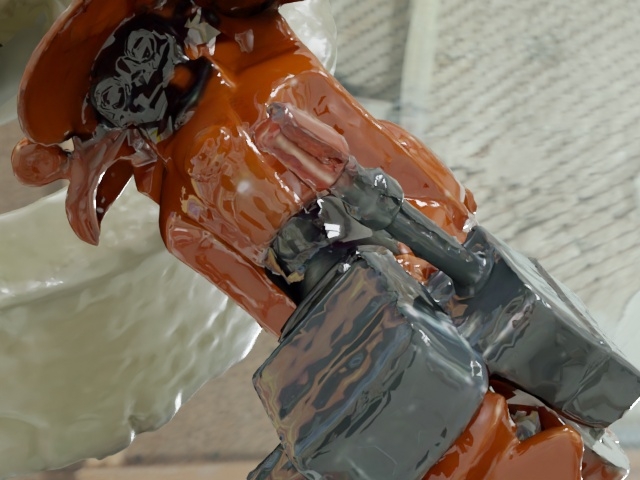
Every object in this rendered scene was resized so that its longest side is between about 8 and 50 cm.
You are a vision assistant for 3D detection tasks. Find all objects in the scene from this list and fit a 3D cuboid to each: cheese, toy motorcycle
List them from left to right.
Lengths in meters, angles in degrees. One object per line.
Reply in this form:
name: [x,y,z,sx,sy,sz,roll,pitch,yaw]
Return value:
cheese: [-0.156,-0.050,0.933,0.292,0.332,0.153,40,-33,29]
toy motorcycle: [0.000,0.000,0.650,0.221,0.325,0.148,33,-76,-30]
